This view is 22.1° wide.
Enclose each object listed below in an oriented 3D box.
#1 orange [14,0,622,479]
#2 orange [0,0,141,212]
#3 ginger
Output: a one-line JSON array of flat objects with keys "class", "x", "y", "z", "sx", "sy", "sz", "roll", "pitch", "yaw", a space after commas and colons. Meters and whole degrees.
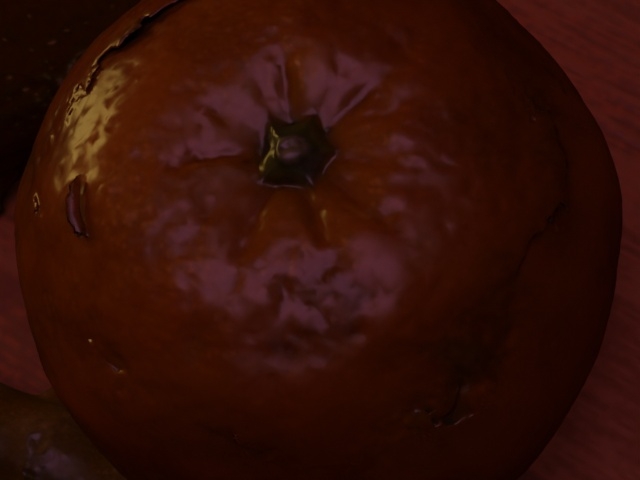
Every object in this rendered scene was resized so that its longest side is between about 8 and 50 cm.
[{"class": "orange", "x": 0.000, "y": 0.000, "z": 0.773, "sx": 0.284, "sy": 0.226, "sz": 0.284, "roll": -1, "pitch": 74, "yaw": 4}, {"class": "orange", "x": -0.191, "y": -0.177, "z": 0.907, "sx": 0.334, "sy": 0.196, "sz": 0.262, "roll": -19, "pitch": 55, "yaw": 9}, {"class": "ginger", "x": -0.150, "y": 0.120, "z": 0.840, "sx": 0.299, "sy": 0.065, "sz": 0.118, "roll": 25, "pitch": 63, "yaw": 16}]
